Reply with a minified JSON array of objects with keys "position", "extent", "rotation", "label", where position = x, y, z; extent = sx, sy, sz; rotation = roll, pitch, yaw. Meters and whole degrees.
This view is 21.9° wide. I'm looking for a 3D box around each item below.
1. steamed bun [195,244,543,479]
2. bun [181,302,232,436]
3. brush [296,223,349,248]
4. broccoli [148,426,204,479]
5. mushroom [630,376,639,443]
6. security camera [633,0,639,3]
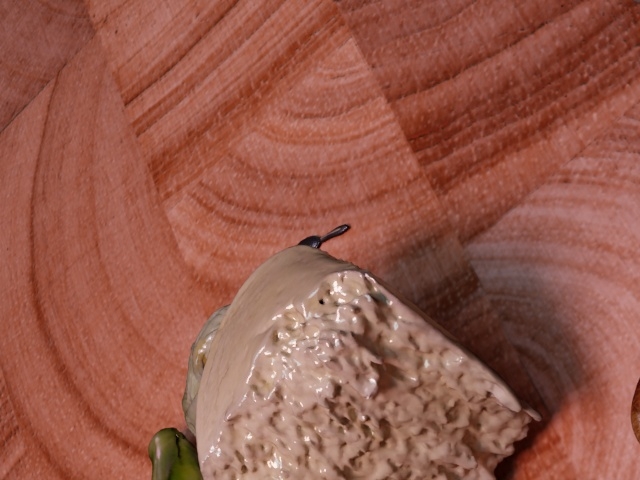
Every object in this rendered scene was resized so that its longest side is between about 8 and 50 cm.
[{"position":[0.011,0.174,1.585],"extent":[0.272,0.290,0.273],"rotation":[-46,27,-7],"label":"steamed bun"},{"position":[-0.071,0.155,1.790],"extent":[0.204,0.126,0.212],"rotation":[-56,48,14],"label":"bun"},{"position":[0.000,0.000,1.862],"extent":[0.083,0.008,0.024],"rotation":[-26,56,33],"label":"brush"},{"position":[-0.161,0.340,1.796],"extent":[0.199,0.177,0.275],"rotation":[-60,28,5],"label":"broccoli"},{"position":[0.330,0.143,1.459],"extent":[0.127,0.087,0.127],"rotation":[-13,68,34],"label":"mushroom"},{"position":[0.313,-0.310,1.652],"extent":[0.301,0.080,0.157],"rotation":[26,95,54],"label":"security camera"}]
